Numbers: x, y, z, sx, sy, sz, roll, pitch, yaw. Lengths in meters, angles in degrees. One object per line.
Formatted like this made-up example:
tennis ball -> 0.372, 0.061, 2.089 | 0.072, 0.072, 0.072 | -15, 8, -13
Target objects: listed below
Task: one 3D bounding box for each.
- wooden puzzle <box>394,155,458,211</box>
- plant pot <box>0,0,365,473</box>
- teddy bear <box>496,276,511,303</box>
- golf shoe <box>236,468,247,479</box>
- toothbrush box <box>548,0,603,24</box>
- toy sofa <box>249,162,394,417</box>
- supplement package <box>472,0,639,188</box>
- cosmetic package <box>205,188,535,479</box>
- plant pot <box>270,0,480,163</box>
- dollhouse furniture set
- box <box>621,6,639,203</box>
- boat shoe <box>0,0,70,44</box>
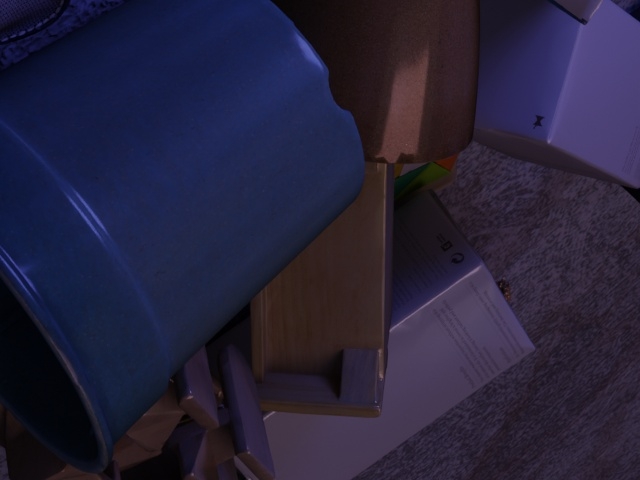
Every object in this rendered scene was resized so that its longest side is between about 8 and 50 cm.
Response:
wooden puzzle -> 0.108, -0.112, 2.037 | 0.221, 0.044, 0.239 | -26, 149, -30
plant pot -> -0.163, -0.039, 1.451 | 0.334, 0.341, 0.341 | -38, 154, -22
teddy bear -> 0.140, 0.116, 2.351 | 0.245, 0.113, 0.338 | -43, 154, 6
golf shoe -> -0.049, 0.306, 2.277 | 0.105, 0.273, 0.120 | 32, 96, -18
toothbrush box -> 0.269, -0.358, 1.653 | 0.216, 0.126, 0.295 | -55, -175, 22
toy sofa -> 0.000, 0.000, 1.838 | 0.150, 0.177, 0.363 | 2, 125, 4
supplement package -> 0.255, -0.181, 1.929 | 0.293, 0.177, 0.175 | 15, 92, -60
cosmetic package -> 0.045, 0.145, 2.112 | 0.385, 0.156, 0.217 | -33, 137, 1
plant pot -> 0.051, -0.236, 1.610 | 0.237, 0.237, 0.254 | -16, 127, -42
dollhouse furniture set -> -0.235, 0.203, 1.817 | 0.362, 0.256, 0.394 | -24, 142, 11
box -> 0.526, -0.216, 2.303 | 0.294, 0.183, 0.296 | -37, 152, -14
boat shoe -> -0.297, -0.144, 1.297 | 0.340, 0.158, 0.127 | -18, 145, -40
